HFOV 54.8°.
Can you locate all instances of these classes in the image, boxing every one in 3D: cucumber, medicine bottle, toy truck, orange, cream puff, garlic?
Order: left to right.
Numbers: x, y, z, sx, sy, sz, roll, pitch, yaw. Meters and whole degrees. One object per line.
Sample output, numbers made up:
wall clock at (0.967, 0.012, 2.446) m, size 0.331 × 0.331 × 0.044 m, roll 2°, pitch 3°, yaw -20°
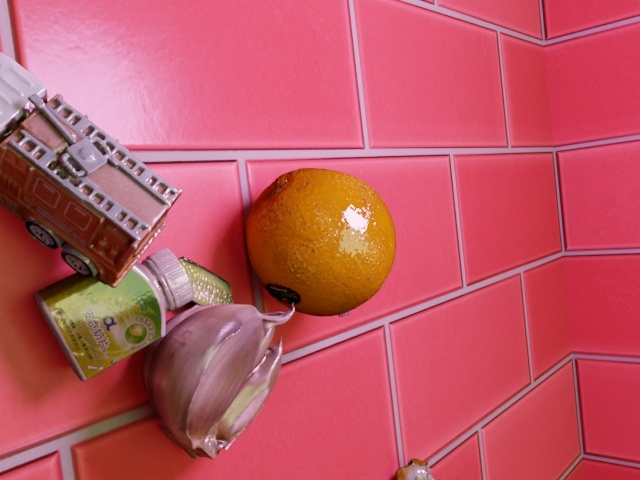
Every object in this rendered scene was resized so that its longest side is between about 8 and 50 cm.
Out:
toy truck at (-0.329, -0.093, 0.759) m, size 0.305 × 0.162 × 0.136 m, roll 39°, pitch 56°, yaw -12°
medicine bottle at (-0.283, 0.090, 0.871) m, size 0.188 × 0.088 × 0.132 m, roll -30°, pitch 110°, yaw -25°
cucumber at (-0.219, 0.071, 1.021) m, size 0.220 × 0.046 × 0.070 m, roll 35°, pitch 59°, yaw -43°
garlic at (-0.156, 0.202, 0.956) m, size 0.237 × 0.210 × 0.292 m, roll 31°, pitch 78°, yaw -29°
orange at (0.000, 0.000, 1.112) m, size 0.274 × 0.274 × 0.274 m, roll 5°, pitch 83°, yaw -49°
cream puff at (0.228, 0.596, 1.432) m, size 0.121 × 0.156 × 0.156 m, roll -24°, pitch 108°, yaw -15°

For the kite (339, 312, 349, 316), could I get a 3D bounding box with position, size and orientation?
kite at (0.054, 0.133, 1.359) m, size 0.044 × 0.002 × 0.078 m, roll 28°, pitch 68°, yaw -44°
